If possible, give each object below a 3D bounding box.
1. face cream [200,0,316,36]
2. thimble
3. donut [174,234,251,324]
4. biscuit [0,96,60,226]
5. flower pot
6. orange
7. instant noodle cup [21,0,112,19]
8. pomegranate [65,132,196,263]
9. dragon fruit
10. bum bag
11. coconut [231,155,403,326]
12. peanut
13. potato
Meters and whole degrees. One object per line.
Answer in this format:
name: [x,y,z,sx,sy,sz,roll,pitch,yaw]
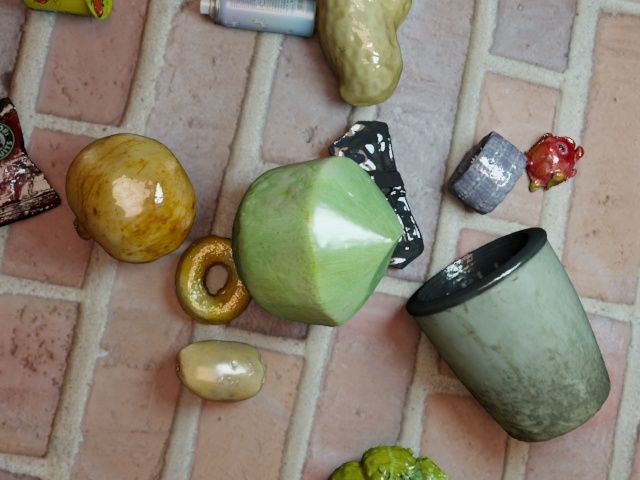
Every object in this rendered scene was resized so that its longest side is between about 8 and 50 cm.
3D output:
face cream: [-0.125,-0.460,1.494,0.229,0.075,0.075,6,85,-5]
thimble: [0.331,-0.132,1.478,0.097,0.150,0.150,36,83,-3]
donut: [-0.205,0.077,1.450,0.162,0.065,0.179,9,84,-5]
biscuit: [-0.621,-0.147,1.431,0.151,0.063,0.235,-26,84,-18]
flower pot: [0.368,0.183,1.388,0.293,0.293,0.330,-33,93,-7]
orange: [0.130,0.543,1.370,0.300,0.223,0.301,-28,89,-1]
instant noodle cup: [-0.496,-0.514,1.421,0.144,0.182,0.182,-1,86,3]
pomegranate: [-0.352,-0.075,1.373,0.248,0.248,0.248,0,86,-5]
dragon fruit: [0.481,-0.168,1.533,0.126,0.068,0.112,-23,88,-8]
bum bag: [0.111,-0.087,1.490,0.137,0.074,0.310,-17,90,-9]
coconut: [0.000,0.000,1.352,0.328,0.281,0.329,-17,55,25]
peanut: [0.087,-0.458,1.471,0.192,0.169,0.387,1,90,-14]
potato: [-0.188,0.249,1.418,0.178,0.118,0.109,8,120,-18]
